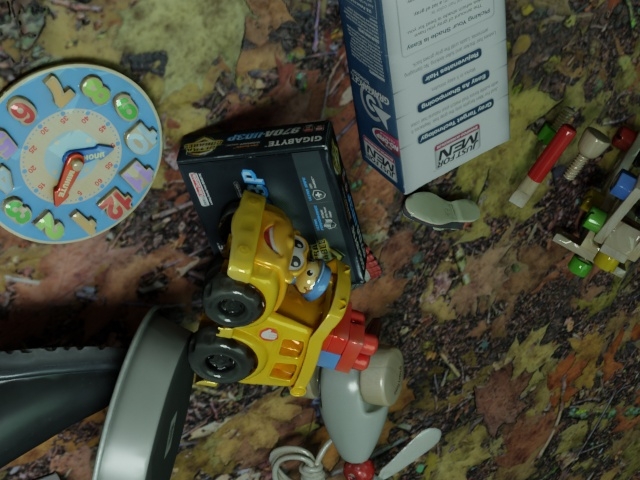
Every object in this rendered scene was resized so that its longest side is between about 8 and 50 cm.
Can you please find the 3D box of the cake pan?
[{"bbox_3d":[-0.200,0.223,1.235,0.054,0.293,0.293,13,119,1],"label":"cake pan"}]

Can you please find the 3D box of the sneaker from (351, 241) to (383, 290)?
[{"bbox_3d":[0.000,0.000,1.351,0.093,0.088,0.225,-36,133,-2],"label":"sneaker"}]

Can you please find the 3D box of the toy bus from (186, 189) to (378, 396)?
[{"bbox_3d":[-0.032,0.074,1.204,0.211,0.149,0.220,14,134,-4],"label":"toy bus"}]

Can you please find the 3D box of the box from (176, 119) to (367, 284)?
[{"bbox_3d":[-0.051,-0.034,1.244,0.175,0.051,0.220,-4,134,13],"label":"box"}]

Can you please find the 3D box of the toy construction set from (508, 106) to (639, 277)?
[{"bbox_3d":[0.407,-0.035,1.570,0.309,0.257,0.237,19,121,-23],"label":"toy construction set"}]

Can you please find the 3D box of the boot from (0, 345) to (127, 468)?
[{"bbox_3d":[-0.356,0.347,1.109,0.367,0.146,0.445,-5,80,-24],"label":"boot"}]

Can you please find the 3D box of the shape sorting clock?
[{"bbox_3d":[-0.261,-0.087,1.119,0.206,0.040,0.206,-20,131,-26],"label":"shape sorting clock"}]

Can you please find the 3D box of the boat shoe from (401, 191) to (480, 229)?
[{"bbox_3d":[0.161,-0.037,1.480,0.137,0.049,0.043,2,158,-39],"label":"boat shoe"}]

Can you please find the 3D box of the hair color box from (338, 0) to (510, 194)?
[{"bbox_3d":[0.122,-0.244,1.253,0.174,0.105,0.347,-28,133,-19],"label":"hair color box"}]

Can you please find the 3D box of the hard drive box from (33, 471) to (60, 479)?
[{"bbox_3d":[-0.393,0.401,1.272,0.232,0.181,0.089,-15,128,-30],"label":"hard drive box"}]

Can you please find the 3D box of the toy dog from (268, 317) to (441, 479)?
[{"bbox_3d":[0.064,0.245,1.530,0.161,0.220,0.333,-49,157,-46],"label":"toy dog"}]
